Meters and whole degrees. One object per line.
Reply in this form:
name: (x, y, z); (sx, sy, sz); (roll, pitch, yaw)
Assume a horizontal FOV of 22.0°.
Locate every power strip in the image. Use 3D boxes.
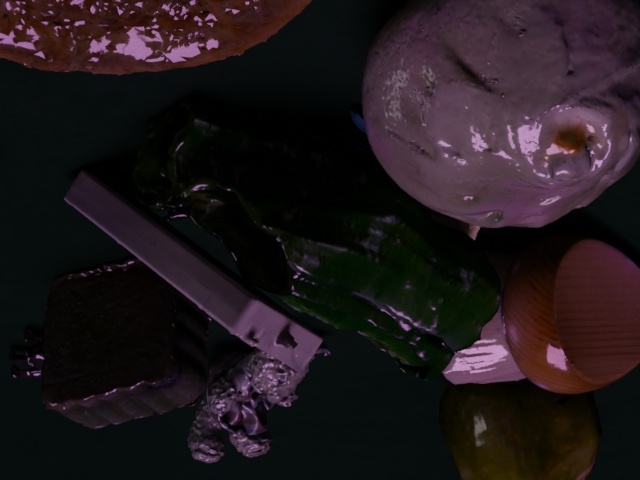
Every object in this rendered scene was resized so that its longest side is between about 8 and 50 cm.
power strip: (-0.126, 0.027, 1.604); (0.106, 0.043, 0.367); (33, -179, -44)

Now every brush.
brush: (0.259, 0.086, 1.829); (0.166, 0.174, 0.267); (-9, 169, 42)

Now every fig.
fig: (0.247, 0.274, 2.017); (0.206, 0.275, 0.206); (1, 150, 1)

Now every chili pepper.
chili pepper: (0.006, -0.008, 1.615); (0.385, 0.167, 0.213); (30, 176, -20)

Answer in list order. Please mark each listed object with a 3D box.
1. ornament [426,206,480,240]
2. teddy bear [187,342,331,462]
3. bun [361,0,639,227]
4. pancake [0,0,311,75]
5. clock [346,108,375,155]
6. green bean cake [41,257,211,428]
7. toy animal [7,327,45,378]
ornament: (0.054, -0.013, 1.750); (0.201, 0.059, 0.180); (-20, 134, 34)
teddy bear: (-0.082, 0.176, 2.040); (0.133, 0.111, 0.213); (4, 131, -49)
bun: (0.175, -0.108, 1.433); (0.283, 0.179, 0.283); (-3, 137, -3)
pancake: (-0.176, -0.248, 1.334); (0.382, 0.071, 0.382); (0, 149, 0)
clock: (0.099, -0.101, 1.607); (0.147, 0.045, 0.108); (1, 149, 1)
green bean cake: (-0.215, 0.114, 1.849); (0.181, 0.173, 0.094); (-16, 144, 21)
toy animal: (-0.331, 0.132, 2.003); (0.065, 0.047, 0.135); (9, 147, -25)
